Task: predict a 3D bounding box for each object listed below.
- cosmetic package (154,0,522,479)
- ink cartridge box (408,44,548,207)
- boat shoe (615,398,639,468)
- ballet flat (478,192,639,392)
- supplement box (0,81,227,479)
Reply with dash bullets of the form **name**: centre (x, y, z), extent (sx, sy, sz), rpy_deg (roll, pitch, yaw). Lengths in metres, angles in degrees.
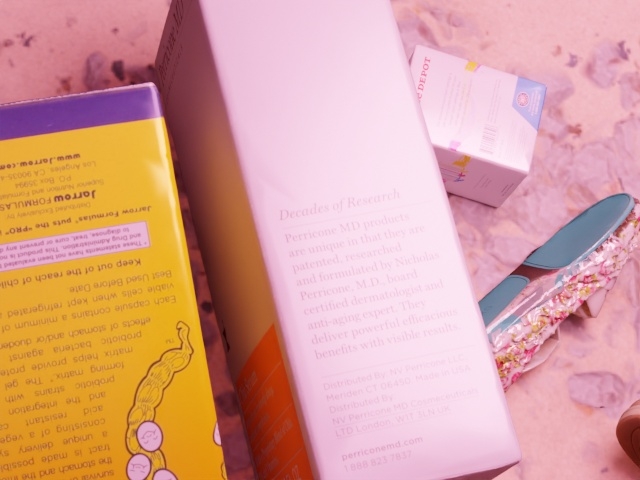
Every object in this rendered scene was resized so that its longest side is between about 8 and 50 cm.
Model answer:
- **cosmetic package**: centre (0.000, 0.000, 1.376), extent (0.162, 0.230, 0.453), rpy_deg (-10, 73, -15)
- **ink cartridge box**: centre (0.115, -0.104, 1.511), extent (0.143, 0.090, 0.092), rpy_deg (17, 68, -5)
- **boat shoe**: centre (0.386, 0.196, 1.472), extent (0.285, 0.104, 0.089), rpy_deg (28, 63, -13)
- **ballet flat**: centre (0.201, 0.053, 1.494), extent (0.241, 0.091, 0.077), rpy_deg (-38, 113, -17)
- **supplement box**: centre (-0.199, 0.080, 1.277), extent (0.195, 0.194, 0.356), rpy_deg (-10, 90, -16)
